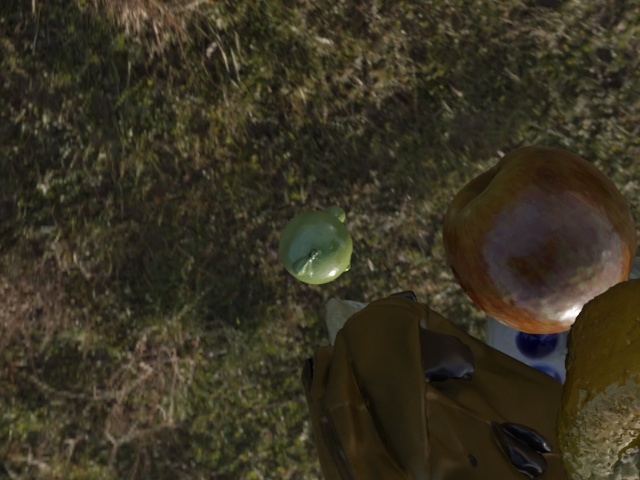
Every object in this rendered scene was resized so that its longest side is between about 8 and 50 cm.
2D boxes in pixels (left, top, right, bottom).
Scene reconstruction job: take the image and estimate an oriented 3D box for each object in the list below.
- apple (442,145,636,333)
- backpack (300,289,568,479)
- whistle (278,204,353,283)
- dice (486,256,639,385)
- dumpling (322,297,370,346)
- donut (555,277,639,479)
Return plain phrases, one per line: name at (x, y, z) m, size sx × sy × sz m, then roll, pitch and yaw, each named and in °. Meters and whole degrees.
apple at (0.311, -0.013, 1.470) m, size 0.250 × 0.309 × 0.277 m, roll 34°, pitch 87°, yaw -29°
backpack at (0.147, 0.230, 1.008) m, size 0.354 × 0.378 × 0.201 m, roll 27°, pitch 120°, yaw -25°
whistle at (0.008, 0.007, 1.844) m, size 0.141 × 0.294 × 0.141 m, roll 1°, pitch 96°, yaw 14°
dice at (0.479, 0.191, 1.744) m, size 0.304 × 0.276 × 0.304 m, roll -8°, pitch 161°, yaw 28°
dumpling at (0.120, 0.245, 2.063) m, size 0.315 × 0.395 × 0.233 m, roll 39°, pitch 112°, yaw 2°
donut at (0.306, 0.155, 0.753) m, size 0.278 × 0.108 × 0.277 m, roll 17°, pitch 132°, yaw 20°
